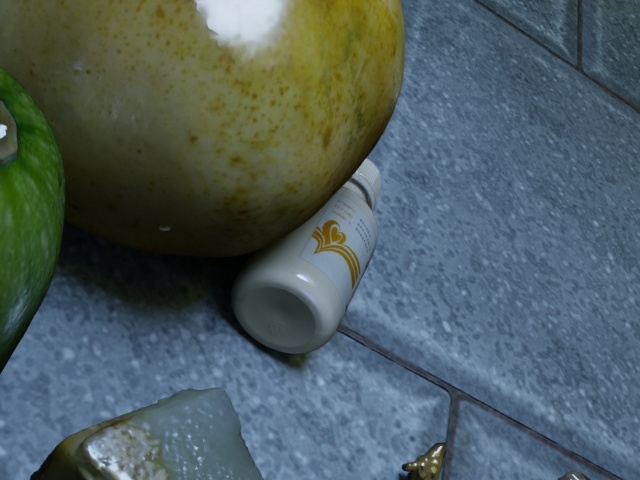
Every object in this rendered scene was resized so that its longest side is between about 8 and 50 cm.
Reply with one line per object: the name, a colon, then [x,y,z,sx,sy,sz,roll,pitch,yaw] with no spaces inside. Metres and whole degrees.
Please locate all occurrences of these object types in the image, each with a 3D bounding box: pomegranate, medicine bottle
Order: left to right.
pomegranate: [-0.123,-0.185,0.883,0.416,0.417,0.417,20,47,-23]
medicine bottle: [0.000,0.000,1.031,0.114,0.114,0.252,36,42,-7]

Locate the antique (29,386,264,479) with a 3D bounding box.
antique: [-0.090,0.267,0.736,0.150,0.125,0.284,-18,69,-44]

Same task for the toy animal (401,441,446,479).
toy animal: [0.194,0.310,0.954,0.275,0.054,0.149,23,74,2]

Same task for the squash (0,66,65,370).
squash: [-0.323,-0.024,0.664,0.310,0.309,0.310,19,48,-22]

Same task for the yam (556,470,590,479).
yam: [0.297,0.359,1.006,0.056,0.057,0.241,10,51,-31]
